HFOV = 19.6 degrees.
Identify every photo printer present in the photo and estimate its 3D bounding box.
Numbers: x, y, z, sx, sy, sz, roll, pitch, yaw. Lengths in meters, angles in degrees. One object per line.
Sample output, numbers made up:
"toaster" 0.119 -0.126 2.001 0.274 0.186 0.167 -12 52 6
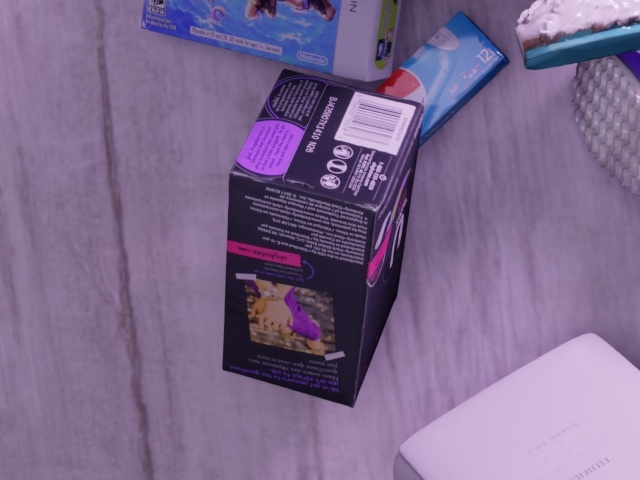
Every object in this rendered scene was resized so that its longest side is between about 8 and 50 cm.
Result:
"photo printer" 0.245 0.240 1.695 0.256 0.307 0.107 -29 128 -12

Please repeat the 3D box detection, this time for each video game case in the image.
"video game case" -0.042 -0.303 1.820 0.269 0.061 0.244 16 106 26

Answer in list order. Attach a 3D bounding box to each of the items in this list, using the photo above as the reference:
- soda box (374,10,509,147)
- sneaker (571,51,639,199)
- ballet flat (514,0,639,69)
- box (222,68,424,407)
"soda box" 0.089 -0.133 1.852 0.210 0.071 0.067 -44 84 8
"sneaker" 0.370 -0.091 1.790 0.293 0.146 0.102 52 143 29
"ballet flat" 0.360 -0.251 1.738 0.409 0.147 0.147 -10 89 -14
"box" 0.000 0.000 1.759 0.143 0.165 0.270 15 136 10
